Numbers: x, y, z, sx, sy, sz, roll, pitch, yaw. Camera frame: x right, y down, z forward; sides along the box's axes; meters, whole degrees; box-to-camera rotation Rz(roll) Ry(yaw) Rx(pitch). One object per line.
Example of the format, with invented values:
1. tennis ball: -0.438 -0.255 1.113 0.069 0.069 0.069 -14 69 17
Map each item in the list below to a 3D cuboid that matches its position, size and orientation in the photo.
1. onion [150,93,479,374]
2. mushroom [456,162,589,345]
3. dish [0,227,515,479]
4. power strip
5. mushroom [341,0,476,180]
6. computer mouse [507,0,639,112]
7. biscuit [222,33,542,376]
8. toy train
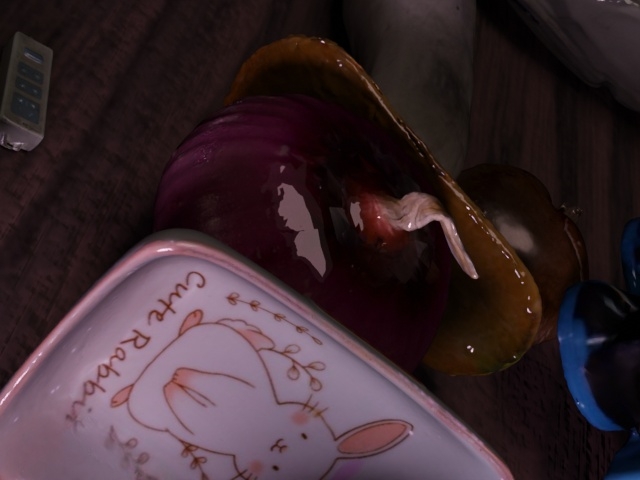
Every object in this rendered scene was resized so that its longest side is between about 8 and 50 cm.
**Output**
1. onion: -0.008 0.004 0.702 0.177 0.153 0.177 18 39 -15
2. mushroom: 0.144 0.004 0.935 0.171 0.080 0.135 -29 92 -52
3. dish: -0.034 0.087 0.604 0.212 0.151 0.077 37 18 -20
4. power strip: -0.164 -0.084 0.716 0.027 0.017 0.083 28 42 -33
5. mushroom: 0.067 -0.129 0.948 0.109 0.097 0.351 48 32 -32
6. computer mouse: 0.322 -0.230 1.303 0.429 0.145 0.228 20 51 -20
7. biscuit: 0.038 -0.018 0.796 0.247 0.118 0.029 51 40 -2
8. toy train: 0.307 0.107 0.913 0.300 0.188 0.265 -32 104 -55
